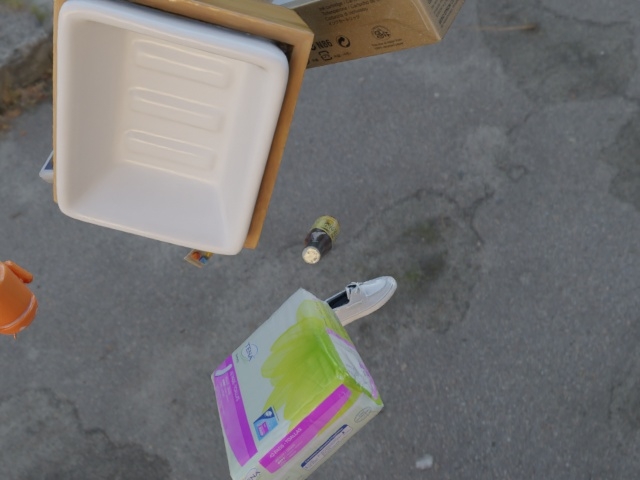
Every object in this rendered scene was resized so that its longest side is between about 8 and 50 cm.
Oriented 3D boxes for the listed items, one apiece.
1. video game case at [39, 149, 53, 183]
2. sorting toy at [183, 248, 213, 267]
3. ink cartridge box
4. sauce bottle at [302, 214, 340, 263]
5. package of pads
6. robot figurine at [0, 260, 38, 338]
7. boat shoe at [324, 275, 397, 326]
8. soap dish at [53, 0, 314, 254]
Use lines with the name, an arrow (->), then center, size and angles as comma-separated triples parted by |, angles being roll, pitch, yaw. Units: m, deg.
video game case -> -0.336, -0.242, 1.420 | 0.300, 0.036, 0.328 | 5, 63, 39
sorting toy -> -0.241, 0.022, 1.566 | 0.062, 0.083, 0.012 | -44, 57, 4
ink cartridge box -> 0.060, -0.296, 0.891 | 0.235, 0.088, 0.193 | 0, 50, 43
sauce bottle -> 0.000, 0.000, 1.124 | 0.042, 0.042, 0.128 | -5, 20, 12
package of pads -> -0.045, 0.219, 1.195 | 0.229, 0.101, 0.296 | -44, 26, 5
robot figurine -> -0.757, 0.135, 1.868 | 0.128, 0.219, 0.158 | -23, 41, 4
boat shoe -> 0.070, 0.120, 1.649 | 0.184, 0.063, 0.066 | -27, 36, 10
soap dish -> -0.146, -0.129, 0.795 | 0.229, 0.290, 0.118 | 14, 45, -6
